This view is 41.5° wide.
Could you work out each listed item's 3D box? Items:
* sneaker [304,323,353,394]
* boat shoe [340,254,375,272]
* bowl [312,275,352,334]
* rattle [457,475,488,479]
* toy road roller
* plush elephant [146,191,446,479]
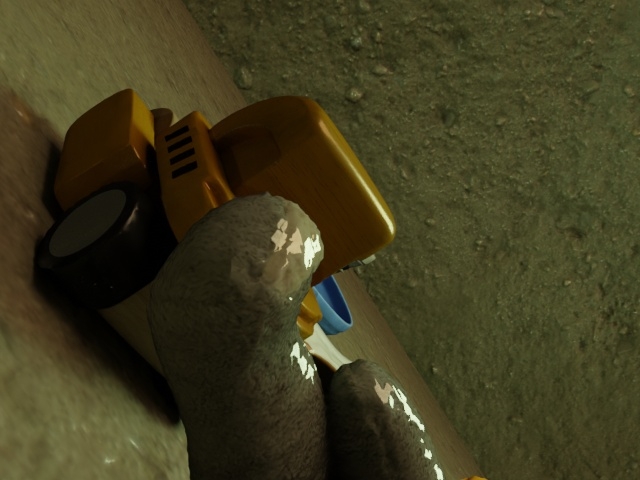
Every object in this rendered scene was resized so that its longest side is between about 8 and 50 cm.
[{"bbox_3d":[0.019,0.214,1.103,0.290,0.106,0.123,44,18,-28],"label":"sneaker"},{"bbox_3d":[0.000,0.000,1.756,0.127,0.158,0.340,67,8,27],"label":"boat shoe"},{"bbox_3d":[-0.078,0.003,1.478,0.391,0.077,0.391,57,5,-8],"label":"bowl"},{"bbox_3d":[0.183,0.383,1.379,0.199,0.143,0.130,62,22,-19],"label":"rattle"},{"bbox_3d":[-0.081,-0.028,0.743,0.202,0.241,0.329,55,6,-32],"label":"toy road roller"},{"bbox_3d":[0.035,0.194,0.315,0.255,0.272,0.330,10,-44,30],"label":"plush elephant"}]
